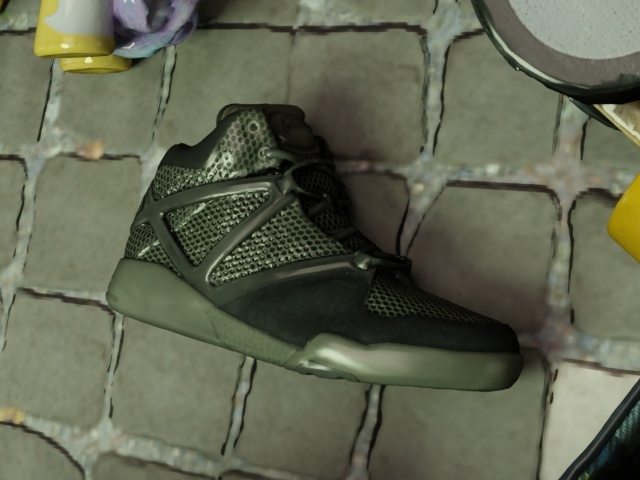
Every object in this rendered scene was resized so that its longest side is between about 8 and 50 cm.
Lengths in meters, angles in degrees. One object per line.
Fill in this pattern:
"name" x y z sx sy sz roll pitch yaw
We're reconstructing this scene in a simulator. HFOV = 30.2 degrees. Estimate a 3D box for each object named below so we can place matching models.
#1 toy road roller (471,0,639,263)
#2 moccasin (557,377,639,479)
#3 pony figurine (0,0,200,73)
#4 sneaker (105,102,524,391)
"toy road roller" 0.236 -0.110 0.442 0.240 0.202 0.329 46 105 15
"moccasin" 0.051 0.162 0.445 0.342 0.137 0.117 -37 101 -22
"pony figurine" -0.149 -0.278 0.648 0.350 0.302 0.364 2 94 35
"sneaker" 0.000 0.000 0.586 0.227 0.087 0.130 15 91 33
